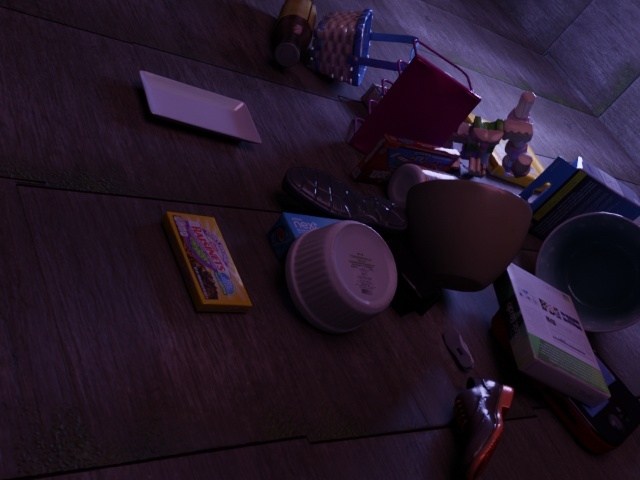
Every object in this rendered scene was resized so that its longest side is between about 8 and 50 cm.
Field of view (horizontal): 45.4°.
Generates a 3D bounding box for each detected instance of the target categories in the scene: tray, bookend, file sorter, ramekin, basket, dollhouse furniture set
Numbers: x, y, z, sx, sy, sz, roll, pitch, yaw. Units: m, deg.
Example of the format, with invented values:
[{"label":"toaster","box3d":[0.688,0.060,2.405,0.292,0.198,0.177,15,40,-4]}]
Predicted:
[{"label":"tray","box3d":[-0.261,-0.277,1.647,0.271,0.030,0.145,11,43,-38]},{"label":"bookend","box3d":[0.148,0.089,1.576,0.156,0.072,0.157,-14,61,-52]},{"label":"file sorter","box3d":[0.242,-0.348,2.015,0.202,0.290,0.182,30,30,-16]},{"label":"ramekin","box3d":[0.048,0.060,1.413,0.207,0.109,0.207,21,57,-36]},{"label":"basket","box3d":[0.129,-0.553,2.192,0.289,0.201,0.254,7,31,12]},{"label":"dollhouse furniture set","box3d":[0.240,-0.421,2.194,0.129,0.183,0.129,0,50,-49]}]

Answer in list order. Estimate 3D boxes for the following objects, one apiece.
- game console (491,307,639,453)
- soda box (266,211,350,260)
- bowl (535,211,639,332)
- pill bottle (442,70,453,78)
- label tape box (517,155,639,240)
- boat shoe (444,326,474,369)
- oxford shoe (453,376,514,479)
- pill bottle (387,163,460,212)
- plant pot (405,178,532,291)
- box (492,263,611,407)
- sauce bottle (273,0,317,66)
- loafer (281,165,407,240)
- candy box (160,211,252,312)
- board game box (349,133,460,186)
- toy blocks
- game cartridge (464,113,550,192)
[{"label":"game console","box3d":[0.587,0.295,1.791,0.342,0.060,0.386,-10,57,-51]},{"label":"soda box","box3d":[0.000,0.000,1.539,0.210,0.067,0.071,5,45,-42]},{"label":"bowl","box3d":[0.740,0.090,2.021,0.311,0.311,0.163,54,15,21]},{"label":"pill bottle","box3d":[0.379,-0.450,2.441,0.118,0.117,0.208,30,33,-16]},{"label":"label tape box","box3d":[0.735,-0.111,2.263,0.348,0.249,0.115,28,34,-19]},{"label":"boat shoe","box3d":[0.292,0.227,1.598,0.035,0.035,0.100,44,13,-54]},{"label":"oxford shoe","box3d":[0.282,0.341,1.408,0.098,0.096,0.271,24,25,13]},{"label":"pill bottle","box3d":[0.282,-0.117,1.927,0.216,0.121,0.121,9,43,-40]},{"label":"plant pot","box3d":[0.318,0.007,1.716,0.284,0.284,0.190,21,72,-27]},{"label":"box","box3d":[0.509,0.202,1.723,0.232,0.058,0.322,28,31,-21]},{"label":"sauce bottle","box3d":[-0.076,-0.590,2.149,0.111,0.111,0.344,31,33,-14]},{"label":"loafer","box3d":[0.043,-0.064,1.655,0.303,0.095,0.109,20,47,-22]},{"label":"candy box","box3d":[-0.198,0.037,1.326,0.105,0.027,0.205,9,44,-45]},{"label":"board game box","box3d":[0.216,-0.190,1.924,0.281,0.145,0.027,4,49,-43]},{"label":"toy blocks","box3d":[0.462,-0.257,2.235,0.289,0.260,0.308,7,63,1]},{"label":"game cartridge","box3d":[0.629,-0.295,2.571,0.324,0.052,0.285,11,42,-36]}]
